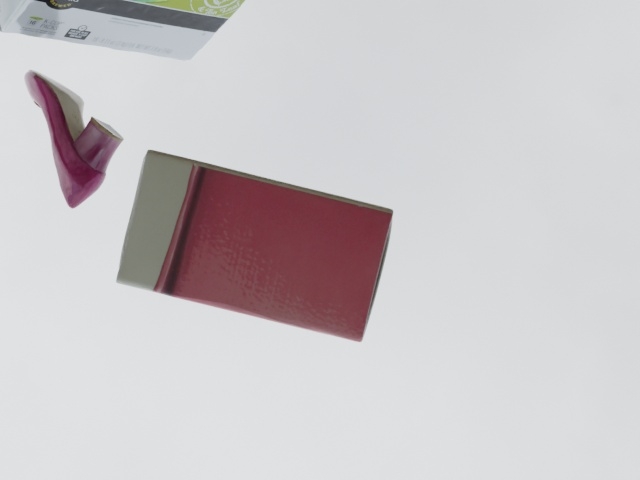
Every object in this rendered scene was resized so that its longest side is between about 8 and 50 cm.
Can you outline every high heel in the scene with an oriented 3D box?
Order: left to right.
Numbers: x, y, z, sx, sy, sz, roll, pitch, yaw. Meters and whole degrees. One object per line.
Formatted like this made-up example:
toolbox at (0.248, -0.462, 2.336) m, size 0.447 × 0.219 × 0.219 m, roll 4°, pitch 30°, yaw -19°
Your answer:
high heel at (-0.364, -0.145, 1.691) m, size 0.244 × 0.082 × 0.117 m, roll 39°, pitch -82°, yaw 34°

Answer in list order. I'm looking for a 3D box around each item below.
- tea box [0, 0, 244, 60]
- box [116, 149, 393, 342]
tea box at (-0.256, -0.444, 1.712) m, size 0.329 × 0.323 × 0.220 m, roll 1°, pitch -121°, yaw -43°
box at (-0.058, 0.004, 1.158) m, size 0.232 × 0.127 × 0.148 m, roll 14°, pitch -179°, yaw 0°
